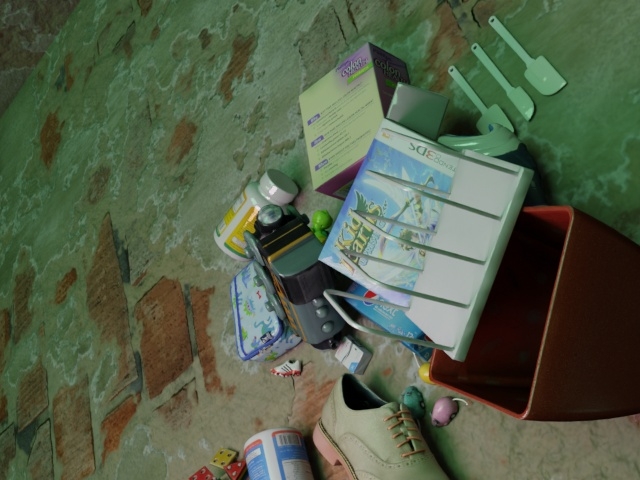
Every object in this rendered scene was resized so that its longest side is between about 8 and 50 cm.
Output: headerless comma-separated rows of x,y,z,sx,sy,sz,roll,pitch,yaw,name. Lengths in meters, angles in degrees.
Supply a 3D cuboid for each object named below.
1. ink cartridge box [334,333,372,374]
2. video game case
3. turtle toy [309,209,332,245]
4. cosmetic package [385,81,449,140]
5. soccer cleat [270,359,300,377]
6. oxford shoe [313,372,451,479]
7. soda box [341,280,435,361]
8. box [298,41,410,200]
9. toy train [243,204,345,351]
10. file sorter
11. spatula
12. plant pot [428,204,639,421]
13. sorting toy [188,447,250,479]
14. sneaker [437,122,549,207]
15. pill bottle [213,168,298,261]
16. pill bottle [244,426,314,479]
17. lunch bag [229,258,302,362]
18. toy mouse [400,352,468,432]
0.060,0.223,1.584,0.083,0.028,0.048,37,105,48,ink cartridge box
0.154,-0.030,1.314,0.244,0.061,0.270,31,103,27,video game case
0.000,0.000,1.685,0.095,0.066,0.130,21,123,49,turtle toy
0.148,-0.157,1.434,0.127,0.107,0.238,-55,-14,-76,cosmetic package
-0.073,0.274,1.720,0.083,0.029,0.036,-10,61,43,soccer cleat
0.121,0.361,1.367,0.397,0.140,0.147,28,111,49,oxford shoe
0.134,0.137,1.487,0.067,0.071,0.210,-51,42,-5,soda box
0.081,-0.237,1.648,0.213,0.117,0.243,-32,56,38,box
-0.041,0.081,1.541,0.142,0.334,0.190,-29,49,-12,toy train
0.141,-0.006,1.141,0.193,0.173,0.278,-137,64,-69,file sorter
0.325,-0.296,1.469,0.168,0.019,0.242,-50,46,26,spatula
0.338,0.112,1.118,0.267,0.235,0.267,-175,100,-71,plant pot
-0.183,0.518,1.683,0.132,0.046,0.274,-33,34,-19,sorting toy
0.229,-0.061,1.392,0.322,0.130,0.236,-33,64,31,sneaker
-0.145,-0.061,1.842,0.208,0.117,0.118,-51,45,24,pill bottle
-0.070,0.490,1.569,0.124,0.124,0.222,-41,49,32,pill bottle
-0.123,0.152,1.770,0.176,0.090,0.219,-36,52,41,lunch bag
0.187,0.289,1.417,0.161,0.031,0.143,22,94,49,toy mouse
